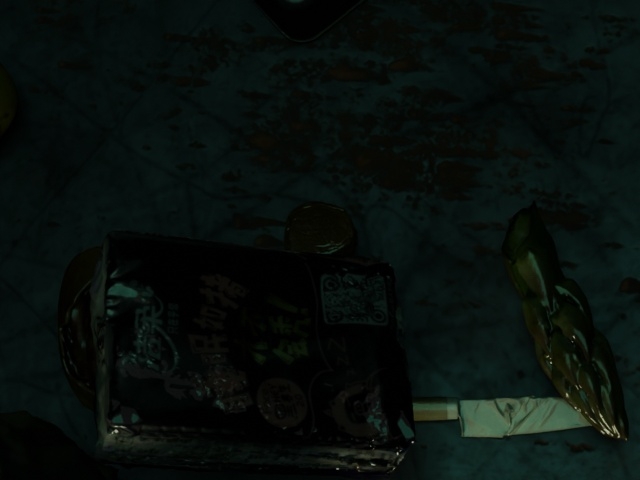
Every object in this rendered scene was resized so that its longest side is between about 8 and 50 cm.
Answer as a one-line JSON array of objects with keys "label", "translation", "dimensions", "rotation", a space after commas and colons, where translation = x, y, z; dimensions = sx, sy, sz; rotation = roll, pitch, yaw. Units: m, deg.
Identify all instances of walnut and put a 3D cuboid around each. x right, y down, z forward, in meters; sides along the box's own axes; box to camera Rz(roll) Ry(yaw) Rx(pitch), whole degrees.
[{"label": "walnut", "translation": [-0.231, 0.103, 1.872], "dimensions": [0.115, 0.116, 0.207], "rotation": [-6, 72, 4]}]

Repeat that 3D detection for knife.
[{"label": "knife", "translation": [0.159, 0.189, 1.852], "dimensions": [0.297, 0.017, 0.047], "rotation": [-2, 76, 4]}]

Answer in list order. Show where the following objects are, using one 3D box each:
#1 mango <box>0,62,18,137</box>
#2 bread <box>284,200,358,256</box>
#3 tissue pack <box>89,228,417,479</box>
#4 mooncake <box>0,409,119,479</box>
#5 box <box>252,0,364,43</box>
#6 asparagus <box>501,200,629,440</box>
[{"label": "mango", "translation": [-0.444, -0.155, 1.988], "dimensions": [0.195, 0.098, 0.137], "rotation": [-1, 75, 14]}, {"label": "bread", "translation": [0.000, 0.000, 1.911], "dimensions": [0.085, 0.053, 0.085], "rotation": [-3, 60, 6]}, {"label": "tissue pack", "translation": [-0.075, 0.117, 1.790], "dimensions": [0.332, 0.123, 0.245], "rotation": [6, 57, -16]}, {"label": "mooncake", "translation": [-0.237, 0.351, 1.721], "dimensions": [0.393, 0.246, 0.394], "rotation": [-14, 71, 8]}, {"label": "box", "translation": [-0.036, -0.346, 2.006], "dimensions": [0.144, 0.090, 0.201], "rotation": [-38, 72, -7]}, {"label": "asparagus", "translation": [0.255, 0.089, 1.843], "dimensions": [0.080, 0.080, 0.287], "rotation": [-25, 70, -2]}]
